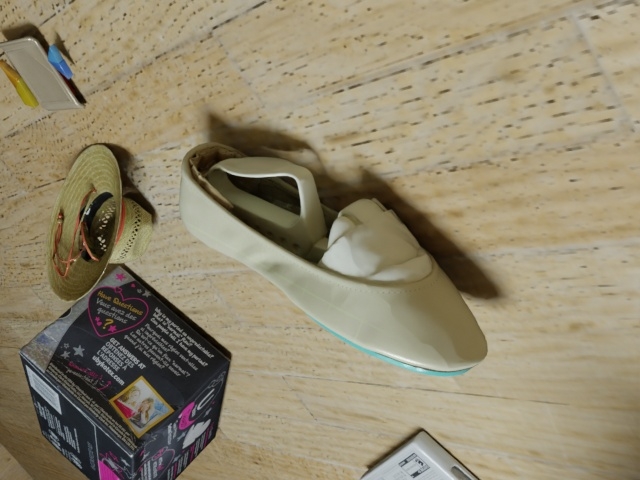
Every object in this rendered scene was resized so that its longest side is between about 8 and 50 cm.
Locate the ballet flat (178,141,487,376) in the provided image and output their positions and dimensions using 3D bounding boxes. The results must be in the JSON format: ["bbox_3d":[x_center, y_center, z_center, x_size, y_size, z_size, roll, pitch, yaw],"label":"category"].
[{"bbox_3d":[0.000,0.000,0.611,0.248,0.086,0.086,26,147,32],"label":"ballet flat"}]

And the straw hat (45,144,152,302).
[{"bbox_3d":[-0.182,-0.010,0.842,0.061,0.144,0.144,13,173,-37],"label":"straw hat"}]

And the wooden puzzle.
[{"bbox_3d":[-0.229,-0.137,0.792,0.116,0.014,0.078,13,143,45],"label":"wooden puzzle"}]

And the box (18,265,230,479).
[{"bbox_3d":[-0.206,0.168,1.035,0.163,0.142,0.247,39,150,13],"label":"box"}]

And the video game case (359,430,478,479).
[{"bbox_3d":[0.112,0.236,0.835,0.143,0.019,0.157,41,151,6],"label":"video game case"}]
